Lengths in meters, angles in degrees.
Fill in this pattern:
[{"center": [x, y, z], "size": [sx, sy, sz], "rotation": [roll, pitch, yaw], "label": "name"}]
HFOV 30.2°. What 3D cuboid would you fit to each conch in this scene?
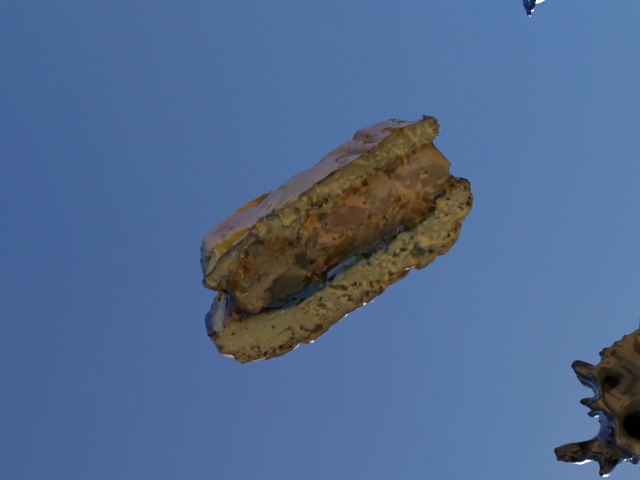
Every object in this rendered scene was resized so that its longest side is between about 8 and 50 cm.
[{"center": [0.408, 0.200, 1.257], "size": [0.313, 0.186, 0.240], "rotation": [14, -161, -6], "label": "conch"}]

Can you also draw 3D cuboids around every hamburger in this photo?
[{"center": [0.000, 0.000, 1.037], "size": [0.262, 0.131, 0.124], "rotation": [-33, -72, -14], "label": "hamburger"}]

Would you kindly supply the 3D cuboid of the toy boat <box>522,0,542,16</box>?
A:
[{"center": [0.266, -0.385, 1.570], "size": [0.110, 0.174, 0.091], "rotation": [-7, -164, -14], "label": "toy boat"}]
